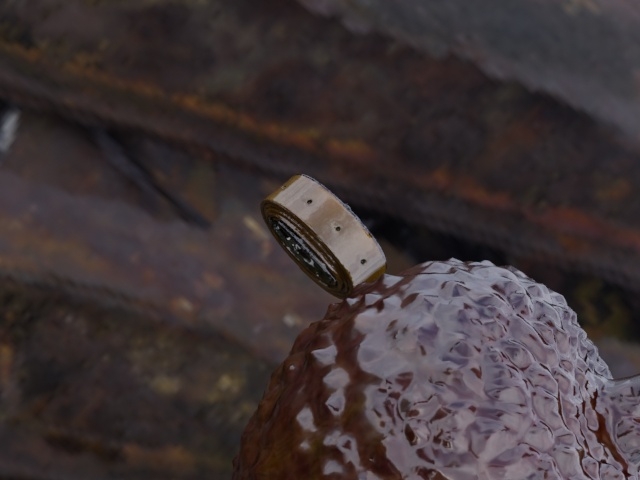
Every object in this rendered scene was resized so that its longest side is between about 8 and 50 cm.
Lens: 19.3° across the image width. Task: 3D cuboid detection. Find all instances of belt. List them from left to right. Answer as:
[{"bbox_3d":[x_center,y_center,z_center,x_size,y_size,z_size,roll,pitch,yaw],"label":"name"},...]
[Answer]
[{"bbox_3d":[0.000,0.000,1.147,0.036,0.059,0.083,-39,74,-23],"label":"belt"}]

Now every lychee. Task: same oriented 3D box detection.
[{"bbox_3d":[0.066,0.143,0.997,0.261,0.260,0.260,32,29,-20],"label":"lychee"}]
